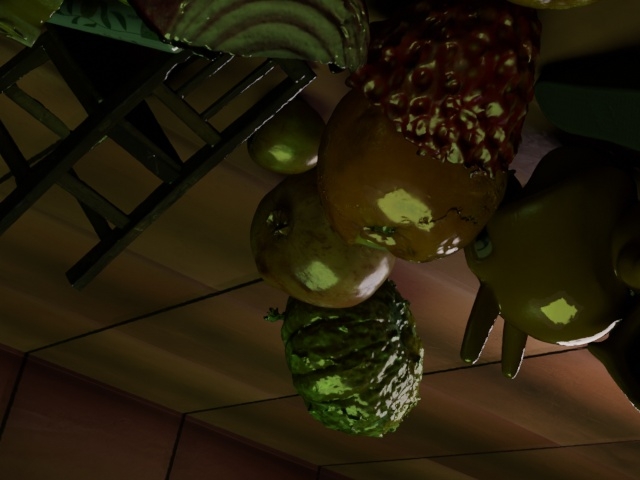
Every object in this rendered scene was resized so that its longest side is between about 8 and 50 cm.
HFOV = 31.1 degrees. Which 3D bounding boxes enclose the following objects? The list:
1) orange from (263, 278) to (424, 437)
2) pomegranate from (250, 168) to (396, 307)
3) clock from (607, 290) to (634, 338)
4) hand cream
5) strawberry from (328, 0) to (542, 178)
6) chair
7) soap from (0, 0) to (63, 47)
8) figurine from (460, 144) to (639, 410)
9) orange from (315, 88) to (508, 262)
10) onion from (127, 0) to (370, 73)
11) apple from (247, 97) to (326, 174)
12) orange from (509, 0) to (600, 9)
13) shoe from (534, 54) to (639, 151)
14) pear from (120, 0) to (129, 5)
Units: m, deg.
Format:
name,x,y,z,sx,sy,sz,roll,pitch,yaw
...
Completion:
name,x,y,z,sx,sy,sz,roll,pitch,yaw
orange,0.064,0.191,1.970,0.223,0.301,0.300,-21,168,24
pomegranate,0.000,0.000,1.673,0.215,0.215,0.215,11,157,5
clock,0.512,0.133,1.703,0.042,0.215,0.215,29,153,-21
hand cream,-0.249,-0.259,1.331,0.256,0.088,0.055,14,133,21
strawberry,0.148,-0.203,1.228,0.234,0.234,0.178,21,126,-17
chair,-0.254,-0.179,1.473,0.203,0.416,0.240,43,-172,-48
soap,-0.374,-0.322,1.222,0.233,0.135,0.076,32,180,-42
figurine,0.373,0.038,1.413,0.387,0.401,0.268,-7,131,28
orange,0.110,-0.087,1.399,0.240,0.240,0.240,11,157,5
onion,-0.070,-0.284,1.075,0.250,0.247,0.111,-1,144,-33
apple,-0.045,-0.135,1.535,0.102,0.099,0.114,18,153,-16
orange,0.214,-0.280,1.038,0.155,0.134,0.154,4,179,0
shoe,0.355,-0.163,1.286,0.241,0.093,0.108,21,151,46
pear,-0.202,-0.300,1.258,0.097,0.092,0.092,20,156,-16
